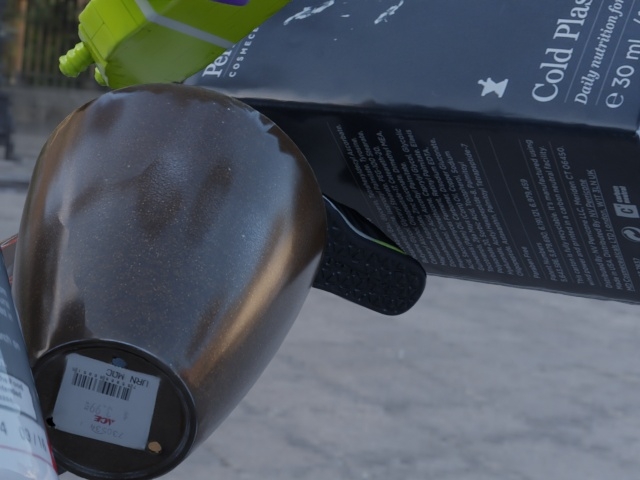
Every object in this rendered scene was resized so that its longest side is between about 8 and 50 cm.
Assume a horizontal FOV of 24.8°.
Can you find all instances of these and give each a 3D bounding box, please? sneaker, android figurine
[{"bbox_3d":[0.000,0.000,1.383,0.235,0.084,0.097,34,10,-33],"label":"sneaker"},{"bbox_3d":[-0.083,-0.204,1.137,0.273,0.056,0.248,-35,-10,16],"label":"android figurine"}]

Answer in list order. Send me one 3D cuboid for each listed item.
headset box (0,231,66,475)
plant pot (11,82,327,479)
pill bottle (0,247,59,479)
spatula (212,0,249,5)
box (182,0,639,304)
[{"bbox_3d":[-0.184,0.068,1.270,0.218,0.110,0.293,-27,28,7],"label":"headset box"},{"bbox_3d":[-0.113,0.042,0.942,0.215,0.215,0.230,7,30,3],"label":"plant pot"},{"bbox_3d":[-0.239,0.031,0.741,0.161,0.283,0.161,-16,-28,-8],"label":"pill bottle"},{"bbox_3d":[-0.186,-0.179,0.929,0.296,0.030,0.084,0,-36,23],"label":"spatula"},{"bbox_3d":[0.193,-0.221,1.495,0.472,0.480,0.297,6,-32,30],"label":"box"}]
